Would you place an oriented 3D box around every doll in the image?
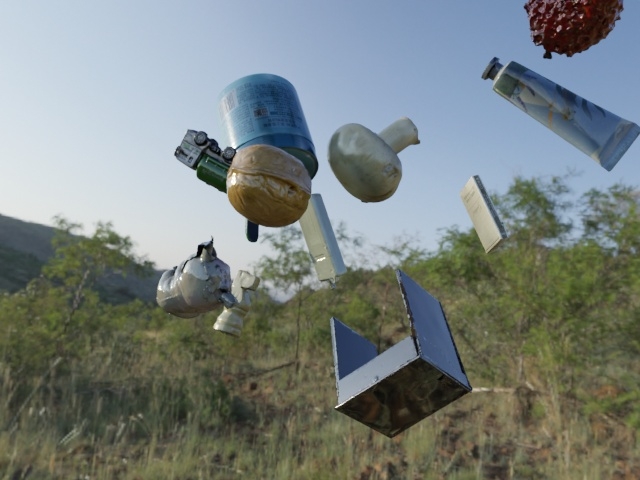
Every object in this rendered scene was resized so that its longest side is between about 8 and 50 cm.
[{"bbox_3d":[-0.258,0.090,1.075,0.191,0.149,0.095,-25,-1,27],"label":"doll"}]

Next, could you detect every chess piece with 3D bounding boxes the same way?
[{"bbox_3d":[-0.252,0.189,1.597,0.089,0.201,0.090,18,-16,5],"label":"chess piece"}]

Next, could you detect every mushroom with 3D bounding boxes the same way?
[{"bbox_3d":[0.202,-0.318,1.920,0.336,0.315,0.314,-38,7,-14],"label":"mushroom"}]

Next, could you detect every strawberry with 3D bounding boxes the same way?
[{"bbox_3d":[0.617,-0.567,1.248,0.233,0.234,0.178,5,3,4],"label":"strawberry"}]

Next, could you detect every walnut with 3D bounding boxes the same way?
[{"bbox_3d":[-0.124,-0.132,1.275,0.193,0.193,0.225,2,-23,42],"label":"walnut"}]

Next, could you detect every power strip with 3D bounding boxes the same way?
[{"bbox_3d":[0.000,0.000,1.729,0.098,0.339,0.058,-20,-3,42],"label":"power strip"}]

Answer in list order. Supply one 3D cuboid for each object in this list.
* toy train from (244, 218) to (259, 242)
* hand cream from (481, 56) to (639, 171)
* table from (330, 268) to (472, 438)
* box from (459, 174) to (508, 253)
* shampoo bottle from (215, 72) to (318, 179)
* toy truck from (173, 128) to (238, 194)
[{"bbox_3d":[-0.238,-0.088,1.816,0.044,0.209,0.042,7,-19,-20],"label":"toy train"},{"bbox_3d":[0.402,-0.229,0.894,0.271,0.091,0.058,38,-2,14],"label":"hand cream"},{"bbox_3d":[0.175,0.267,1.260,0.196,0.282,0.250,35,-61,-28],"label":"table"},{"bbox_3d":[0.449,-0.072,1.445,0.029,0.199,0.109,-15,-20,-11],"label":"box"},{"bbox_3d":[-0.204,-0.381,1.927,0.330,0.343,0.331,-13,-24,-6],"label":"shampoo bottle"},{"bbox_3d":[-0.274,-0.204,1.431,0.242,0.125,0.101,29,3,8],"label":"toy truck"}]
